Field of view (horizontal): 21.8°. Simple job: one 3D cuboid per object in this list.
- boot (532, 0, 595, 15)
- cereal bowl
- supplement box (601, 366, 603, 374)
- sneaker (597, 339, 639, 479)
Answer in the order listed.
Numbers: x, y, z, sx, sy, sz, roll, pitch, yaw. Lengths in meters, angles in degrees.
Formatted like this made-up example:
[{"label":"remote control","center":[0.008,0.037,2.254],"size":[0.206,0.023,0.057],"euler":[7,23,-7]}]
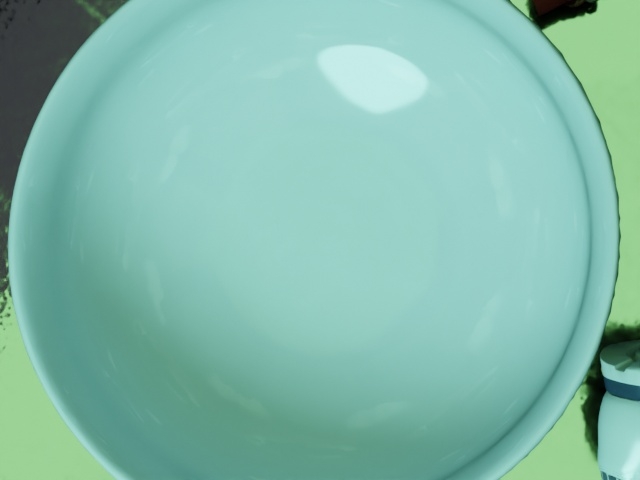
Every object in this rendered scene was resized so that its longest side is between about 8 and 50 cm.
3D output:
[{"label":"boot","center":[0.220,-0.176,0.967],"size":[0.244,0.088,0.176],"euler":[36,94,14]},{"label":"cereal bowl","center":[0.000,0.000,0.963],"size":[0.339,0.141,0.339],"euler":[0,90,6]},{"label":"supplement box","center":[0.206,0.106,0.974],"size":[0.043,0.055,0.083],"euler":[-14,88,-29]},{"label":"sneaker","center":[0.253,0.101,0.930],"size":[0.235,0.090,0.094],"euler":[-1,94,-24]}]
